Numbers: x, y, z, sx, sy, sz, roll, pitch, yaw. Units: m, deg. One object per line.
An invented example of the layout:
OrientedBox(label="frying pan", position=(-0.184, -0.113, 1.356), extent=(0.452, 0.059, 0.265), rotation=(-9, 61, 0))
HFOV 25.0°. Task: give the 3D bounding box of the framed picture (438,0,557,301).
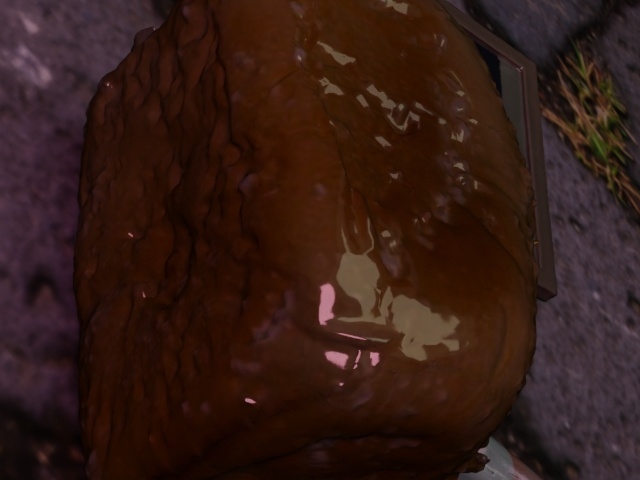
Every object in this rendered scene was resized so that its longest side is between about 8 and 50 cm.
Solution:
OrientedBox(label="framed picture", position=(0.041, -0.098, 0.890), extent=(0.281, 0.019, 0.209), rotation=(28, 46, -32))

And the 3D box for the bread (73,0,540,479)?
OrientedBox(label="bread", position=(0.000, 0.000, 0.633), extent=(0.176, 0.195, 0.246), rotation=(16, 53, -35))

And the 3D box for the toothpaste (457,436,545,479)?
OrientedBox(label="toothpaste", position=(0.080, 0.119, 0.768), extent=(0.205, 0.036, 0.056), rotation=(40, 40, -14))
